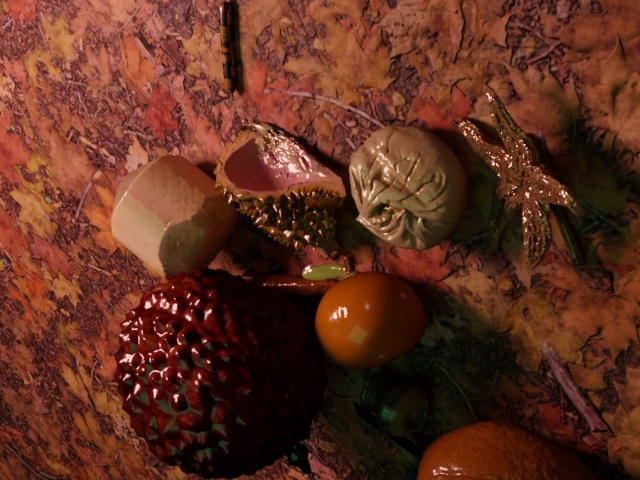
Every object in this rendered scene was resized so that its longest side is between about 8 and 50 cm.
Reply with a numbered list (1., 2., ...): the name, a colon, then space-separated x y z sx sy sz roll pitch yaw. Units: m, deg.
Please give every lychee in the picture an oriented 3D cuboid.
1. lychee: -0.177 0.282 1.797 0.500 0.424 0.424 47 136 -17

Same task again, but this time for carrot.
1. carrot: -0.047 0.096 1.894 0.210 0.061 0.061 -1 114 34

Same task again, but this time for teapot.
1. teapot: 0.158 0.339 1.840 0.119 0.130 0.165 28 163 41

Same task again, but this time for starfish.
1. starfish: 0.316 -0.102 1.463 0.302 0.060 0.299 65 163 3

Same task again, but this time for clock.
1. clock: 0.053 0.272 1.910 0.151 0.062 0.191 27 130 24

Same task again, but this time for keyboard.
1. keyboard: 0.147 0.403 1.875 0.198 0.063 0.010 38 97 -16

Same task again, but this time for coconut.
1. coconut: -0.320 -0.058 1.891 0.244 0.239 0.239 36 132 9

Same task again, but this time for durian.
1. durian: -0.076 -0.075 1.755 0.305 0.185 0.195 29 147 26

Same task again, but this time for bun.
1. bun: 0.146 -0.082 1.571 0.229 0.145 0.229 28 140 27

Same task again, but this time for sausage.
1. sausage: -0.179 -0.371 1.734 0.028 0.025 0.198 -112 18 -58

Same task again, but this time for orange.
1. orange: 0.347 0.493 1.636 0.357 0.322 0.322 12 125 6

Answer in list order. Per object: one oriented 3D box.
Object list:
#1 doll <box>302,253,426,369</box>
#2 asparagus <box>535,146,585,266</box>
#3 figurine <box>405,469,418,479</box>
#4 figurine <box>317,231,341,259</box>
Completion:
1. doll: 0.079 0.127 1.720 0.213 0.213 0.236 -30 81 44
2. asparagus: 0.381 -0.067 1.479 0.248 0.025 0.024 63 176 -11
3. figurine: 0.249 0.678 1.920 0.416 0.243 0.298 24 141 51
4. figurine: 0.000 0.000 1.806 0.050 0.047 0.083 -21 97 54
